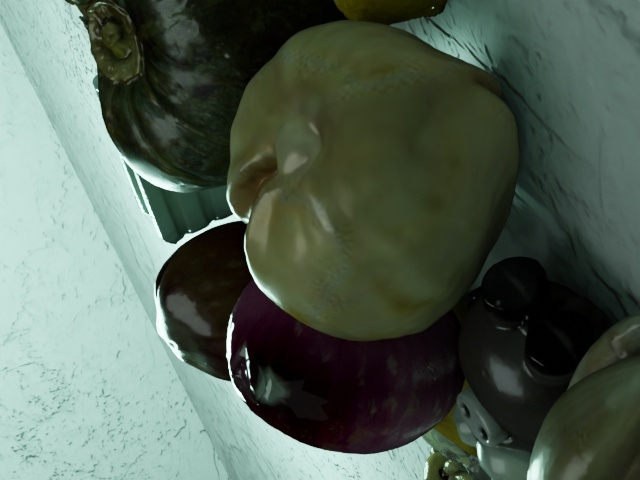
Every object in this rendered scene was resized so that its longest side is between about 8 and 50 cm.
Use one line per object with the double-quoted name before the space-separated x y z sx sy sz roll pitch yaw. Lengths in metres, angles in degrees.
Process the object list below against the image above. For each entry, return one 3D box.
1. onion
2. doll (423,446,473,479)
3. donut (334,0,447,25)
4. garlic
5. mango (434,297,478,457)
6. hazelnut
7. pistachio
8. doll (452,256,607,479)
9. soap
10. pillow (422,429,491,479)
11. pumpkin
"onion" 0.015 0.102 1.277 0.207 0.200 0.200 45 163 7
"doll" 0.160 0.275 1.707 0.093 0.051 0.061 3 127 38
"donut" 0.026 -0.237 1.079 0.162 0.065 0.178 43 159 48
"garlic" 0.221 0.209 0.992 0.325 0.132 0.279 56 -156 -52
"mango" 0.081 0.086 1.422 0.317 0.119 0.176 50 155 17
"hazelnut" -0.107 0.091 1.887 0.218 0.218 0.234 44 157 46
"pistachio" 0.042 -0.045 1.106 0.230 0.230 0.309 53 178 24
"doll" 0.175 0.118 1.168 0.182 0.117 0.257 56 164 29
"soap" -0.173 -0.123 1.803 0.094 0.150 0.261 55 165 39
"pillow" 0.108 0.164 1.604 0.255 0.059 0.169 38 155 51
"pumpkin" -0.072 -0.207 1.269 0.232 0.242 0.325 -3 115 41
